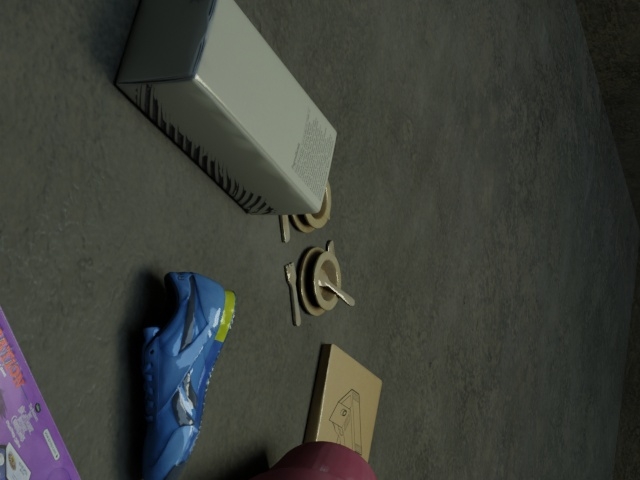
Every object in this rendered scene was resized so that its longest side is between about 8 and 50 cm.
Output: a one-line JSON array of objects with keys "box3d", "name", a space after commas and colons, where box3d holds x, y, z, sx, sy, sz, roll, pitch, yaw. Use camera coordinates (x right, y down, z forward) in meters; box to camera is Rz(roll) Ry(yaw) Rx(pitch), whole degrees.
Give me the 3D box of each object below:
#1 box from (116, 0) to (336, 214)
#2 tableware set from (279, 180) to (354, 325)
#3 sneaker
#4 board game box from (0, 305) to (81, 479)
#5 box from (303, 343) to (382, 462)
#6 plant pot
[{"box3d": [-0.086, -0.133, 1.063, 0.275, 0.094, 0.113, 47, 49, -52], "name": "box"}, {"box3d": [0.000, 0.000, 1.286, 0.128, 0.039, 0.194, -31, 117, -59], "name": "tableware set"}, {"box3d": [-0.148, 0.132, 0.988, 0.082, 0.069, 0.209, 21, 77, -26], "name": "sneaker"}, {"box3d": [-0.267, 0.207, 0.762, 0.208, 0.056, 0.347, -49, 132, -47], "name": "board game box"}, {"box3d": [0.026, 0.257, 1.355, 0.164, 0.021, 0.201, 44, 52, -54], "name": "box"}, {"box3d": [-0.010, 0.317, 1.122, 0.180, 0.201, 0.201, -56, 139, -70], "name": "plant pot"}]
